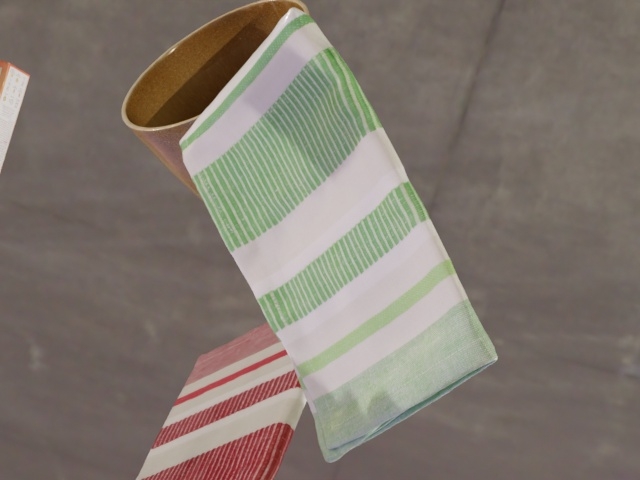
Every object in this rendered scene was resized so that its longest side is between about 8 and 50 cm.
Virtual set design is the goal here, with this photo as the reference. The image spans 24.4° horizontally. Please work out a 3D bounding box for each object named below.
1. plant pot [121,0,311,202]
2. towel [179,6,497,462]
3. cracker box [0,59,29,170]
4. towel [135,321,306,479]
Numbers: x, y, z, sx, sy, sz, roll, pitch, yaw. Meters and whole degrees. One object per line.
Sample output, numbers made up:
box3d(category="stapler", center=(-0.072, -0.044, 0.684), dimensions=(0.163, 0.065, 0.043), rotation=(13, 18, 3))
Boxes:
box3d(category="plant pot", center=(-0.057, -0.105, 1.681), dimensions=(0.237, 0.237, 0.254), rotation=(-5, 130, 41))
box3d(category="towel", center=(0.000, 0.000, 1.226), dimensions=(0.038, 0.325, 0.248), rotation=(-15, 163, -36))
box3d(category="cracker box", center=(-0.496, -0.134, 1.954), dimensions=(0.155, 0.232, 0.067), rotation=(15, 174, 17))
box3d(category="towel", center=(-0.095, 0.200, 1.557), dimensions=(0.237, 0.329, 0.037), rotation=(-28, 113, 37))
